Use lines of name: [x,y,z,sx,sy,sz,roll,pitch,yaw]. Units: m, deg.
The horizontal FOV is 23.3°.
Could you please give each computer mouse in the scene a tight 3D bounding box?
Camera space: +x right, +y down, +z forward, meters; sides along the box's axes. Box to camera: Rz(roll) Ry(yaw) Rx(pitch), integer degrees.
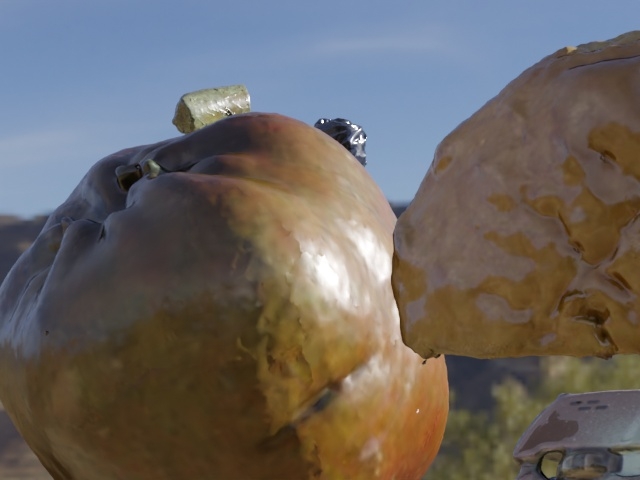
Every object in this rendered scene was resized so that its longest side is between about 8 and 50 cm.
computer mouse: [0.328,0.224,1.489,0.389,0.200,0.115,1,-28,13]

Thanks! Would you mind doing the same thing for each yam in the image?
yam: [-0.107,-0.135,1.582,0.094,0.043,0.043,-14,4,-39]

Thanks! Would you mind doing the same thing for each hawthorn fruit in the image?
hawthorn fruit: [-0.047,0.079,0.959,0.267,0.301,0.268,-25,26,13]

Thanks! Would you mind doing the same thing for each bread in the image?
bread: [0.145,-0.015,0.632,0.229,0.140,0.143,-3,-7,17]

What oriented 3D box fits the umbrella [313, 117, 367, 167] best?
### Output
umbrella: [0.005,0.002,1.549,0.070,0.248,0.071,7,5,-1]
